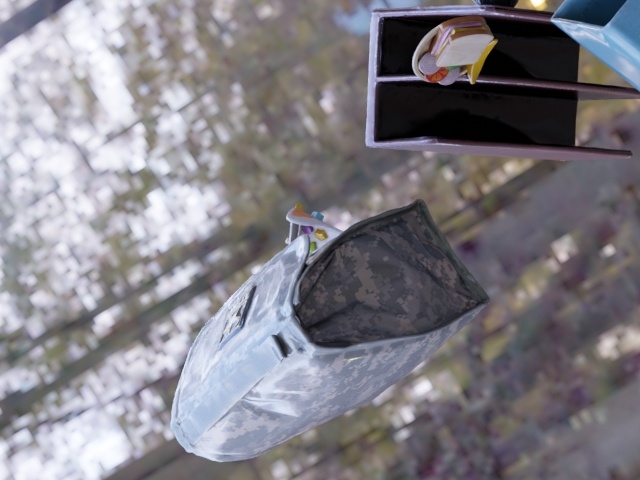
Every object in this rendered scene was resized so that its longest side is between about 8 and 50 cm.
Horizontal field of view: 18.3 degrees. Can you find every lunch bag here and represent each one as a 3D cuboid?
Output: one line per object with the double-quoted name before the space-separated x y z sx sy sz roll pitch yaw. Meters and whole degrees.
"lunch bag" -0.010 0.100 2.063 0.287 0.235 0.169 -22 -106 -49

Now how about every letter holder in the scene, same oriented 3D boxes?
"letter holder" 0.233 -0.168 2.156 0.302 0.214 0.152 2 -89 -37

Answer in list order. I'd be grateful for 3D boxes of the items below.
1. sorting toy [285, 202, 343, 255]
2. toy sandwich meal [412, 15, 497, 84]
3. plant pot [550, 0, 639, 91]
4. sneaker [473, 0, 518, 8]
"sorting toy" 0.000 0.000 2.205 0.083 0.075 0.045 98 -166 -48
"toy sandwich meal" 0.121 -0.165 1.764 0.085 0.085 0.029 42 -163 -54
"plant pot" 0.299 -0.123 1.264 0.234 0.165 0.166 41 -177 -10
"sneaker" 0.180 -0.298 2.157 0.178 0.072 0.077 69 -159 -52
